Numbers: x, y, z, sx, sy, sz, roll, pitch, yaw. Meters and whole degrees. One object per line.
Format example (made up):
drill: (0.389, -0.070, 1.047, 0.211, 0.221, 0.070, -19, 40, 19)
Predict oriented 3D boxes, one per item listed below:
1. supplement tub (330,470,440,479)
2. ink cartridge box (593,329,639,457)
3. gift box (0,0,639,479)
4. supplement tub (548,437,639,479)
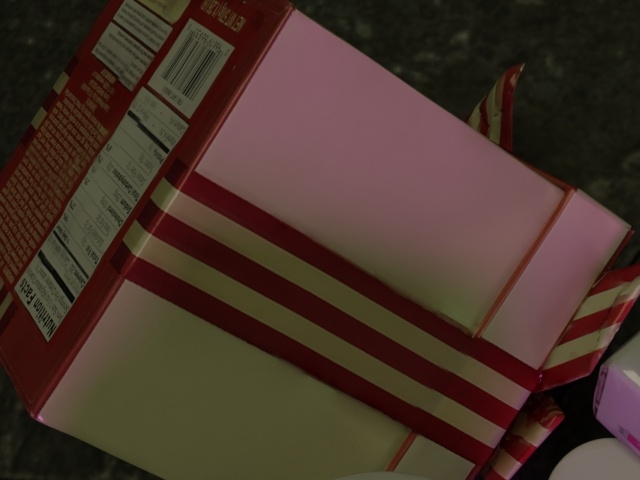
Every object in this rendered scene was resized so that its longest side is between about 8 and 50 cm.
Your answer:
supplement tub: (-0.031, 0.254, 0.733, 0.316, 0.228, 0.228, -45, 50, 44)
ink cartridge box: (0.360, 0.078, 0.787, 0.324, 0.071, 0.330, -38, 65, -20)
gift box: (0.000, 0.000, 0.851, 0.276, 0.258, 0.255, -54, 30, 7)
supplement tub: (0.159, 0.150, 0.856, 0.071, 0.107, 0.071, -7, 65, 16)
